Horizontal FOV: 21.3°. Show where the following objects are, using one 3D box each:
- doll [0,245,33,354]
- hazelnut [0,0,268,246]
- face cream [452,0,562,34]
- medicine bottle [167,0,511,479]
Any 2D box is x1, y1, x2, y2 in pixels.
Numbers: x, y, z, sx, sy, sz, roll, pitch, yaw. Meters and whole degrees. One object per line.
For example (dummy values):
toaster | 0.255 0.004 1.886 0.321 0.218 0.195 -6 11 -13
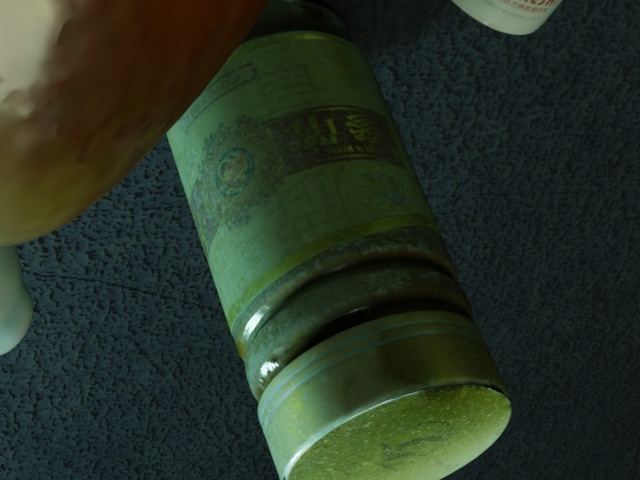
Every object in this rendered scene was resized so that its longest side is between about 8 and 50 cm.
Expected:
doll | -0.249 -0.038 1.092 0.221 0.221 0.251 -13 171 -11
hazelnut | -0.163 -0.174 0.737 0.315 0.372 0.372 -6 147 -30
face cream | 0.162 -0.235 1.072 0.096 0.096 0.214 5 141 -35
medicine bottle | 0.000 0.000 1.126 0.151 0.322 0.151 -15 149 -9
